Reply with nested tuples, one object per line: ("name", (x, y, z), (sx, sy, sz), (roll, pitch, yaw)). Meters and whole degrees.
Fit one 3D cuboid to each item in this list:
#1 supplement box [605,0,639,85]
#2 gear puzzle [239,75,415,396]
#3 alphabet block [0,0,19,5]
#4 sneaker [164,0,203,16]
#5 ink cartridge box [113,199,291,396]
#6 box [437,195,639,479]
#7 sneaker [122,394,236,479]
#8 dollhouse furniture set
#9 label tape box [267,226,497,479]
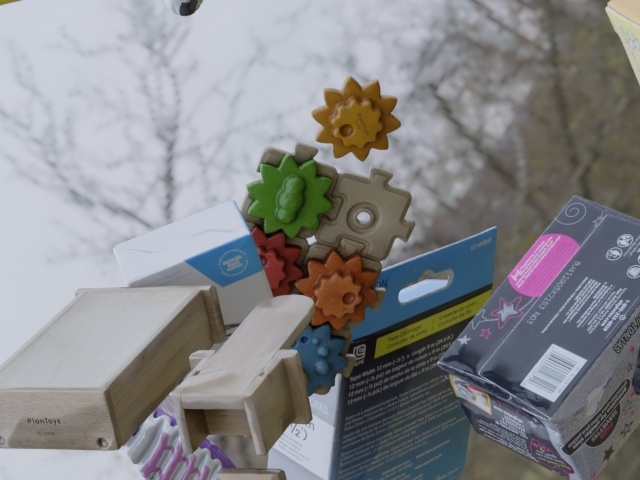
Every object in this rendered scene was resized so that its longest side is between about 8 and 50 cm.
("supplement box", (0.444, -0.167, 1.526), (0.357, 0.194, 0.195), (-27, 18, 1))
("gear puzzle", (0.000, 0.000, 1.859), (0.044, 0.175, 0.339), (-106, 36, -66))
("alphabet block", (-0.304, -0.266, 1.388), (0.192, 0.197, 0.193), (-13, 0, 25))
("sneaker", (-0.202, -0.334, 1.904), (0.094, 0.153, 0.235), (-62, -35, -50))
("ink cartridge box", (-0.083, 0.070, 1.506), (0.104, 0.180, 0.060), (-23, 34, -7))
("box", (0.274, 0.105, 1.981), (0.247, 0.163, 0.142), (-50, -43, -17))
("sneaker", (-0.175, 0.177, 1.988), (0.095, 0.236, 0.104), (-51, 2, 41))
("dollhouse furniture set", (-0.110, 0.226, 1.398), (0.174, 0.303, 0.355), (-49, -48, -57))
("label tape box", (0.070, 0.151, 2.222), (0.249, 0.115, 0.347), (-20, -55, -41))
